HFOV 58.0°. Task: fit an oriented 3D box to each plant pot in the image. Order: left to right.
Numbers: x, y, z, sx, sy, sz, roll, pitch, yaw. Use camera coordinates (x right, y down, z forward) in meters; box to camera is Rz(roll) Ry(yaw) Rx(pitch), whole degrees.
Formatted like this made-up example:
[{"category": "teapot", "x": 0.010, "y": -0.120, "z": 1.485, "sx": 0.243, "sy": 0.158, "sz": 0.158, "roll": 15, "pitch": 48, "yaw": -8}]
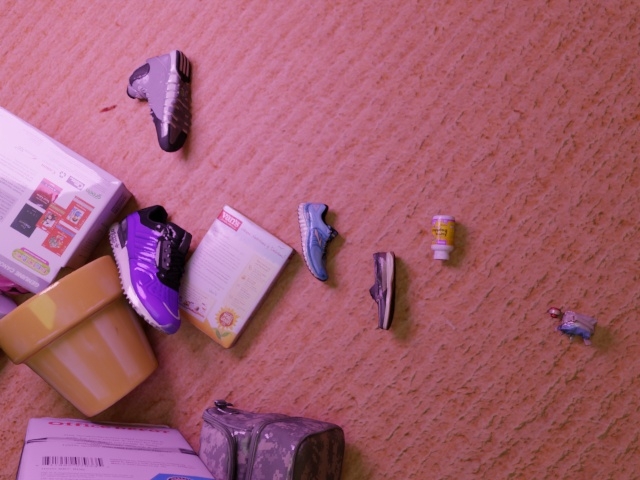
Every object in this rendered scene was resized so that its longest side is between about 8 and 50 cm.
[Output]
[{"category": "plant pot", "x": -0.447, "y": 0.194, "z": 1.116, "sx": 0.254, "sy": 0.254, "sz": 0.239, "roll": -34, "pitch": 96, "yaw": 5}]

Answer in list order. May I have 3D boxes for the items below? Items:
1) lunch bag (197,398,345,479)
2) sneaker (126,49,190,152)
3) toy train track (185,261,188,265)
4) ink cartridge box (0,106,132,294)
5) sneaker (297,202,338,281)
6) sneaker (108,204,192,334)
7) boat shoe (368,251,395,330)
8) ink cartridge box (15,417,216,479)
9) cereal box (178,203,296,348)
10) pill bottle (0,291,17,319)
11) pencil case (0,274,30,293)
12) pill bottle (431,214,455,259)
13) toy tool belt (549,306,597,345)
[{"category": "lunch bag", "x": -0.120, "y": 0.464, "z": 1.043, "sx": 0.255, "sy": 0.212, "sz": 0.306, "roll": 4, "pitch": 82, "yaw": 29}, {"category": "sneaker", "x": -0.351, "y": -0.289, "z": 1.226, "sx": 0.132, "sy": 0.086, "sz": 0.229, "roll": -2, "pitch": 74, "yaw": 14}, {"category": "toy train track", "x": -0.309, "y": 0.072, "z": 1.207, "sx": 0.083, "sy": 0.014, "sz": 0.048, "roll": -37, "pitch": 79, "yaw": 5}, {"category": "ink cartridge box", "x": -0.593, "y": -0.076, "z": 1.154, "sx": 0.309, "sy": 0.130, "sz": 0.272, "roll": 33, "pitch": 79, "yaw": -4}, {"category": "sneaker", "x": 0.000, "y": 0.000, "z": 1.137, "sx": 0.073, "sy": 0.063, "sz": 0.162, "roll": -9, "pitch": 83, "yaw": 6}, {"category": "sneaker", "x": -0.312, "y": 0.038, "z": 1.133, "sx": 0.146, "sy": 0.102, "sz": 0.293, "roll": -32, "pitch": 59, "yaw": 1}, {"category": "boat shoe", "x": 0.118, "y": 0.096, "z": 1.113, "sx": 0.049, "sy": 0.056, "sz": 0.152, "roll": 2, "pitch": 75, "yaw": 15}, {"category": "ink cartridge box", "x": -0.344, "y": 0.422, "z": 0.935, "sx": 0.285, "sy": 0.395, "sz": 0.167, "roll": 14, "pitch": 83, "yaw": -23}, {"category": "cereal box", "x": -0.184, "y": 0.071, "z": 1.168, "sx": 0.173, "sy": 0.047, "sz": 0.240, "roll": 34, "pitch": 90, "yaw": 11}, {"category": "pill bottle", "x": -0.753, "y": 0.217, "z": 1.207, "sx": 0.136, "sy": 0.136, "sz": 0.246, "roll": 39, "pitch": 91, "yaw": 11}, {"category": "pencil case", "x": -0.662, "y": 0.012, "z": 1.238, "sx": 0.098, "sy": 0.095, "sz": 0.210, "roll": -4, "pitch": 80, "yaw": -26}, {"category": "pill bottle", "x": 0.234, "y": -0.005, "z": 1.105, "sx": 0.043, "sy": 0.043, "sz": 0.084, "roll": 3, "pitch": 84, "yaw": 10}, {"category": "toy tool belt", "x": 0.454, "y": 0.156, "z": 1.046, "sx": 0.083, "sy": 0.052, "sz": 0.051, "roll": 16, "pitch": 78, "yaw": 12}]
